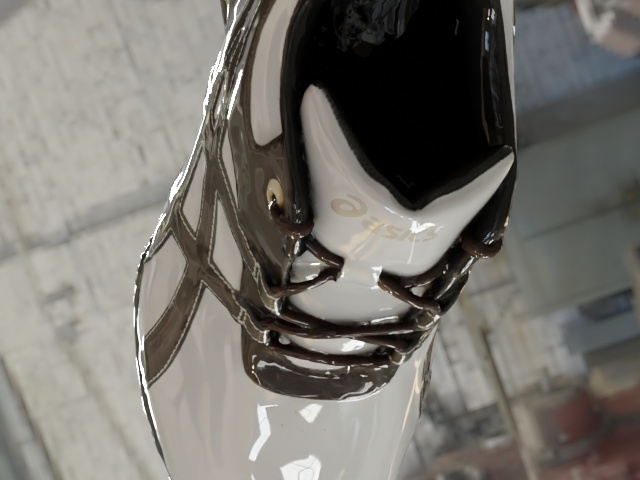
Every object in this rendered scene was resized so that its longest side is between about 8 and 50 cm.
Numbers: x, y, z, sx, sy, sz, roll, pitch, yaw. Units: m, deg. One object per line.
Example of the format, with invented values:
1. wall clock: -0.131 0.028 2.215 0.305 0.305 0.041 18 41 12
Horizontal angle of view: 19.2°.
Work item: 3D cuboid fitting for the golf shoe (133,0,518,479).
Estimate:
1. golf shoe: 0.000 0.000 0.425 0.094 0.077 0.198 -112 27 -68
